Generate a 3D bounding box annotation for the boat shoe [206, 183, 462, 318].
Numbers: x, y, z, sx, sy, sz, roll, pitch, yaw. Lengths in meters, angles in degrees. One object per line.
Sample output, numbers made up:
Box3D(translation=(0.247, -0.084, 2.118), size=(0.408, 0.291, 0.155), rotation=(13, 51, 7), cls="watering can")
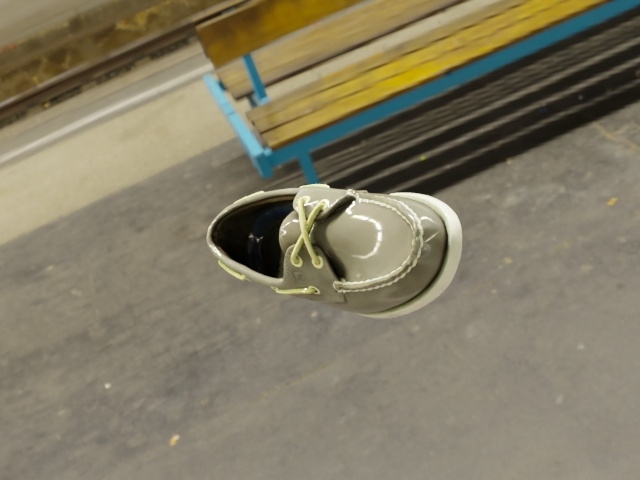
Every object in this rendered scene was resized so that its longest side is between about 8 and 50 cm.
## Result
Box3D(translation=(-0.001, 0.005, 0.765), size=(0.305, 0.091, 0.109), rotation=(0, 78, 58), cls="boat shoe")
